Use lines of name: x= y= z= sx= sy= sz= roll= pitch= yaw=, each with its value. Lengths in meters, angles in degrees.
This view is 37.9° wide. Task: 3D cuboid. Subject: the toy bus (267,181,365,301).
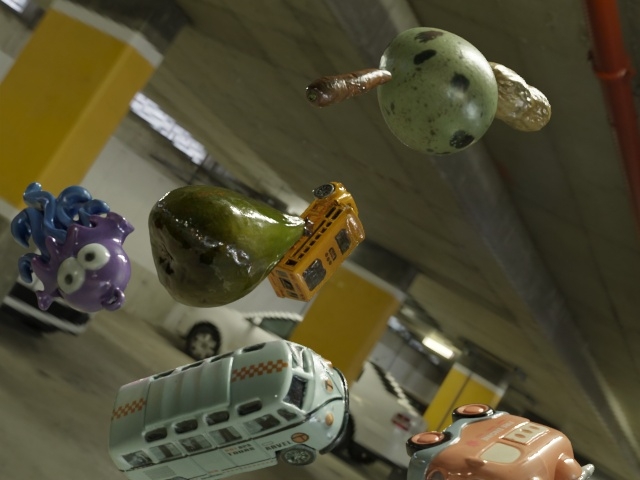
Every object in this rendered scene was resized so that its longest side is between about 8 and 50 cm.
toy bus: x=0.000 y=0.000 z=1.167 sx=0.074 sy=0.162 sz=0.070 roll=13 pitch=-40 yaw=42

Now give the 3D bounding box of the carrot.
carrot: x=0.040 y=-0.193 z=1.154 sx=0.035 sy=0.036 sz=0.165 roll=28 pitch=34 yaw=32

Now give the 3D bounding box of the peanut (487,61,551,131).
peanut: x=0.348 y=-0.256 z=1.705 sx=0.099 sy=0.100 sz=0.214 roll=26 pitch=3 yaw=42

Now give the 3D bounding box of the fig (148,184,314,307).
fig: x=-0.088 y=-0.002 z=0.993 sx=0.126 sy=0.184 sz=0.133 roll=-168 pitch=-114 yaw=-81

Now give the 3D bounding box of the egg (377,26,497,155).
egg: x=0.171 y=-0.234 z=1.419 sx=0.177 sy=0.177 sz=0.228 roll=39 pitch=23 yaw=-51

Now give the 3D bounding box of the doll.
doll: x=-0.234 y=0.004 z=0.863 sx=0.206 sy=0.110 sz=0.067 roll=40 pitch=-8 yaw=39

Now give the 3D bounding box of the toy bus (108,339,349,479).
toy bus: x=-0.077 y=0.138 z=0.742 sx=0.193 sy=0.087 sz=0.089 roll=-18 pitch=-45 yaw=21

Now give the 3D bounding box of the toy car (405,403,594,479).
toy car: x=0.258 y=0.354 z=1.338 sx=0.212 sy=0.181 sz=0.270 roll=-2 pitch=9 yaw=41
